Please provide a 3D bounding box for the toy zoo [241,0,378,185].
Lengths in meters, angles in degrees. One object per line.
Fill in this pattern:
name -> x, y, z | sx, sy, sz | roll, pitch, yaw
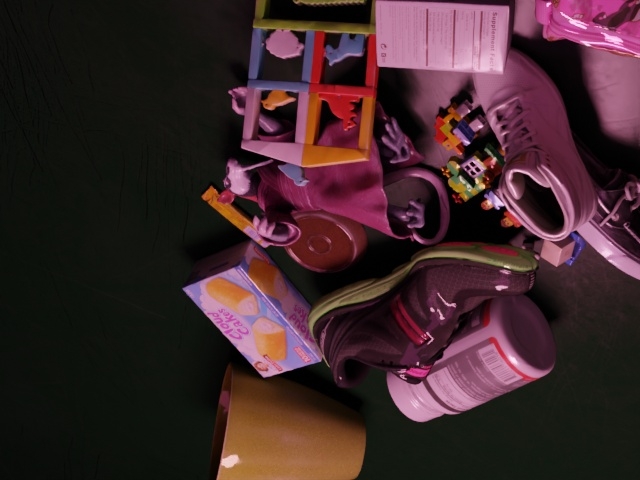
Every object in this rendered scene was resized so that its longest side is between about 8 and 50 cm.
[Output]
toy zoo -> -0.013, -0.226, 1.338 | 0.192, 0.030, 0.293 | 6, 93, 15

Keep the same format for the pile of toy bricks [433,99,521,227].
pile of toy bricks -> 0.241, -0.098, 1.418 | 0.212, 0.118, 0.105 | 46, 132, -10

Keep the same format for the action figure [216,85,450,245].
action figure -> -0.008, -0.112, 1.496 | 0.370, 0.248, 0.275 | -4, 170, 36

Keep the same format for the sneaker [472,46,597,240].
sneaker -> 0.287, -0.139, 1.274 | 0.108, 0.169, 0.293 | -30, 88, 30

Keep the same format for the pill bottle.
pill bottle -> 0.265, 0.216, 1.655 | 0.161, 0.161, 0.283 | 41, 131, -17

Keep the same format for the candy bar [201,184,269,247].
candy bar -> -0.146, -0.039, 1.673 | 0.161, 0.018, 0.040 | 39, 134, -16

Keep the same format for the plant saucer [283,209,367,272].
plant saucer -> 0.000, 0.000, 1.650 | 0.168, 0.029, 0.168 | 10, 133, 11

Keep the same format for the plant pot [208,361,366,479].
plant pot -> -0.064, 0.409, 1.895 | 0.293, 0.275, 0.275 | 10, 134, -9

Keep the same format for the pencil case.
pencil case -> 0.463, -0.275, 1.125 | 0.386, 0.167, 0.160 | 21, 116, 13

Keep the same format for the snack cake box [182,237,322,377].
snack cake box -> -0.119, 0.134, 1.767 | 0.152, 0.089, 0.264 | -22, 119, 32

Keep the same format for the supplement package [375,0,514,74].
supplement package -> 0.174, -0.304, 1.271 | 0.179, 0.105, 0.105 | 6, 130, 14

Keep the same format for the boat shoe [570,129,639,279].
boat shoe -> 0.435, -0.064, 1.389 | 0.306, 0.113, 0.105 | 45, 125, 0

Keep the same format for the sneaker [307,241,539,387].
sneaker -> 0.181, 0.133, 1.559 | 0.185, 0.202, 0.482 | 1, 159, -42

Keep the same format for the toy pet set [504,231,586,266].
toy pet set -> 0.371, -0.018, 1.500 | 0.114, 0.065, 0.122 | 38, 140, 35
